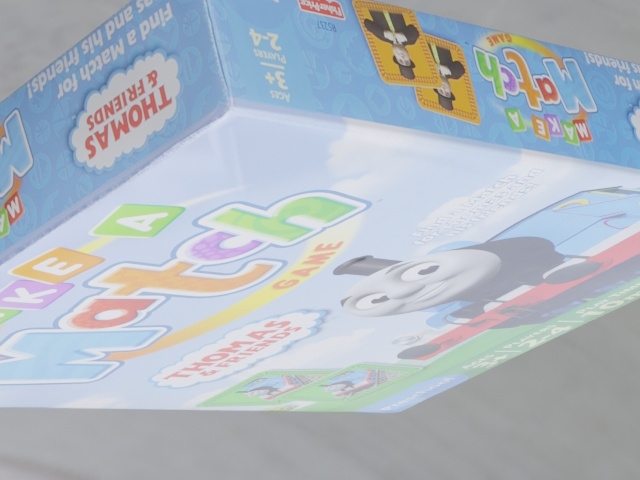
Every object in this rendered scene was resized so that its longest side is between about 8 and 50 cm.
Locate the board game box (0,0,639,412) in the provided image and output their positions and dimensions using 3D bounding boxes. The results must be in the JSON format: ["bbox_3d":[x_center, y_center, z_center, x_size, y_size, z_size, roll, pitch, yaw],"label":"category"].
[{"bbox_3d":[0.000,0.000,0.458,0.211,0.039,0.160,7,152,-45],"label":"board game box"}]
